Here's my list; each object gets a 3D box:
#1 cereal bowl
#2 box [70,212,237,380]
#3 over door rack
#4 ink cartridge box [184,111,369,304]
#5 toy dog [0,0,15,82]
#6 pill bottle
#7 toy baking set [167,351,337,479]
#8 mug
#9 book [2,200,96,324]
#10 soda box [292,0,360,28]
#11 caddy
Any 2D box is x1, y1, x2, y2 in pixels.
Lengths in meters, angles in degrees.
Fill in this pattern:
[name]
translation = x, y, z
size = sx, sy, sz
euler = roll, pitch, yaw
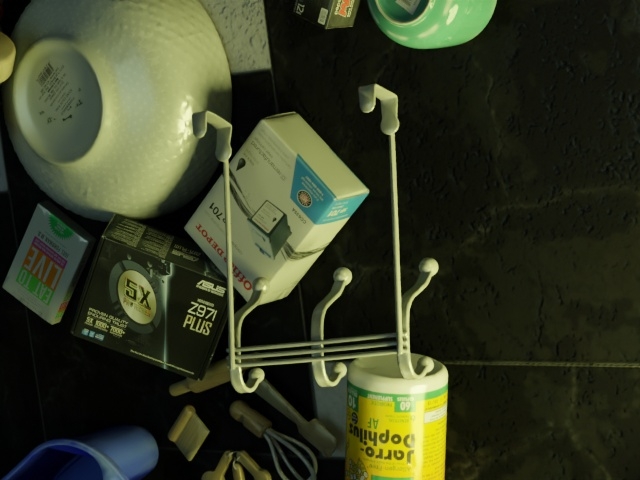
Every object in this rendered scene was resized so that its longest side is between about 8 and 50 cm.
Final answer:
[cereal bowl]
translation = -0.283, -0.180, 1.942
size = 0.339, 0.141, 0.339
euler = 9, 106, 34
[box]
translation = -0.203, 0.072, 1.925
size = 0.180, 0.077, 0.147
euler = 21, 114, -3
[over door rack]
translation = 0.000, 0.000, 1.723
size = 0.239, 0.108, 0.324
euler = -7, 90, 27
[ink cartridge box]
translation = -0.055, -0.037, 1.845
size = 0.139, 0.082, 0.191
euler = 48, 120, 16
[toy dog]
translation = -0.483, -0.261, 1.958
size = 0.334, 0.161, 0.220
euler = -122, 45, -61
[pill bottle]
translation = 0.086, 0.243, 1.780
size = 0.117, 0.117, 0.208
euler = 10, 105, 33
[toy baking set]
translation = -0.089, 0.239, 1.961
size = 0.256, 0.030, 0.197
euler = -29, 86, 36
[mug]
translation = 0.111, -0.286, 1.666
size = 0.129, 0.097, 0.158
euler = -12, 93, 36
[book]
translation = -0.371, 0.031, 2.116
size = 0.096, 0.035, 0.144
euler = 36, 117, 20
[soda box]
translation = 0.024, -0.328, 1.743
size = 0.053, 0.060, 0.169
euler = 30, 116, 29
[caddy]
translation = -0.329, 0.398, 2.068
size = 0.341, 0.179, 0.241
euler = -42, 76, 33
